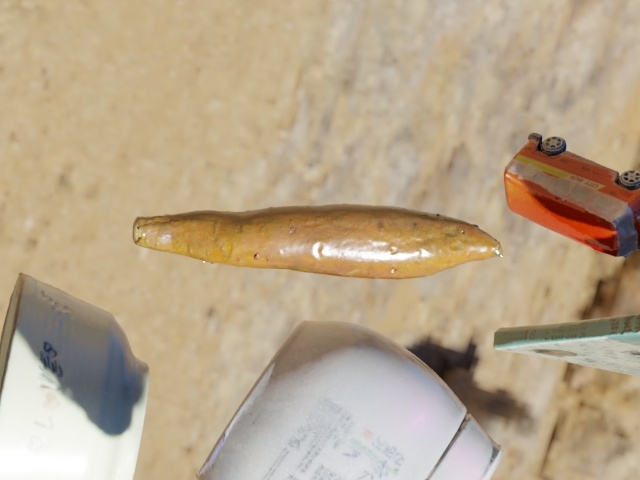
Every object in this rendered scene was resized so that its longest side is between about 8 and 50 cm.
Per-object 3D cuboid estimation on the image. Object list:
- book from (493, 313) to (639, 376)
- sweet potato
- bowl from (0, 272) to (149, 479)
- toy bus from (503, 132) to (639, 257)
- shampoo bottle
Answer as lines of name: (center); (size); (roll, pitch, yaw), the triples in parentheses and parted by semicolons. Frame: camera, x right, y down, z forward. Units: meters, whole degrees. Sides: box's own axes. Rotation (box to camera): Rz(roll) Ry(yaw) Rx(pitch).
book: (0.399, 0.112, 2.001); (0.379, 0.264, 0.031); (-11, -110, 57)
sweet potato: (0.000, -0.001, 1.342); (0.057, 0.265, 0.057); (-176, -90, -81)
bowl: (-0.215, 0.153, 1.573); (0.238, 0.126, 0.237); (-168, -90, -81)
toy bus: (0.272, -0.042, 1.973); (0.077, 0.174, 0.079); (-41, 140, -28)
shampoo bottle: (0.031, 0.239, 1.983); (0.273, 0.266, 0.273); (-54, 178, -3)
